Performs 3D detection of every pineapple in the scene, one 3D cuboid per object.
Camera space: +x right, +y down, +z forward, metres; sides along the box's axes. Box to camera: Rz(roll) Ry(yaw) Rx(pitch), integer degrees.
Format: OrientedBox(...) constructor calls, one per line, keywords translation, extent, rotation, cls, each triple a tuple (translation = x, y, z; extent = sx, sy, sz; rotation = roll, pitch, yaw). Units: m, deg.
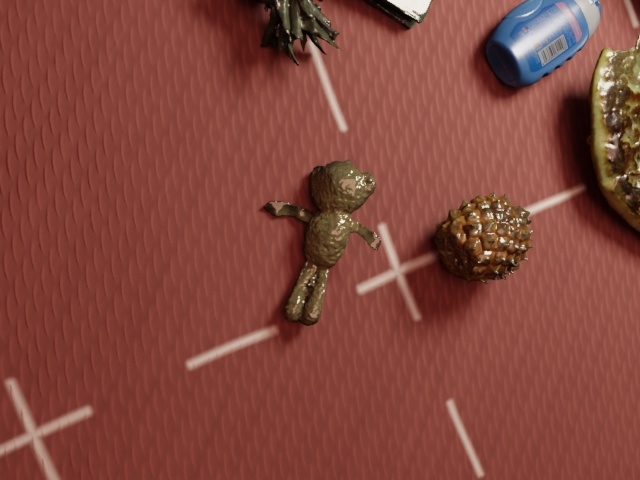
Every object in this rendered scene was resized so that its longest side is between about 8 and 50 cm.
OrientedBox(translation=(0.317, -0.010, 1.278), extent=(0.193, 0.166, 0.166), rotation=(-31, 95, -16), cls="pineapple")
OrientedBox(translation=(-0.076, -0.479, 1.198), extent=(0.165, 0.165, 0.365), rotation=(-14, 93, -16), cls="pineapple")

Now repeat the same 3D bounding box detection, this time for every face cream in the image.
OrientedBox(translation=(0.456, -0.421, 1.373), extent=(0.264, 0.083, 0.149), rotation=(-35, 97, -14), cls="face cream")

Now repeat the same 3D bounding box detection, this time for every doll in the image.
OrientedBox(translation=(0.017, 0.001, 1.230), extent=(0.202, 0.091, 0.286), rotation=(-12, 77, 17), cls="doll")

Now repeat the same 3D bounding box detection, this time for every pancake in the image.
OrientedBox(translation=(0.661, -0.203, 1.395), extent=(0.305, 0.067, 0.427), rotation=(-48, 108, -13), cls="pancake")

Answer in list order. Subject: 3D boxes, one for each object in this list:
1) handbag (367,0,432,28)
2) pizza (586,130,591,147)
OrientedBox(translation=(0.135, -0.567, 1.297), extent=(0.260, 0.079, 0.248), rotation=(27, 82, -15), cls="handbag")
OrientedBox(translation=(0.603, -0.217, 1.419), extent=(0.131, 0.041, 0.178), rotation=(-31, 105, -12), cls="pizza")
